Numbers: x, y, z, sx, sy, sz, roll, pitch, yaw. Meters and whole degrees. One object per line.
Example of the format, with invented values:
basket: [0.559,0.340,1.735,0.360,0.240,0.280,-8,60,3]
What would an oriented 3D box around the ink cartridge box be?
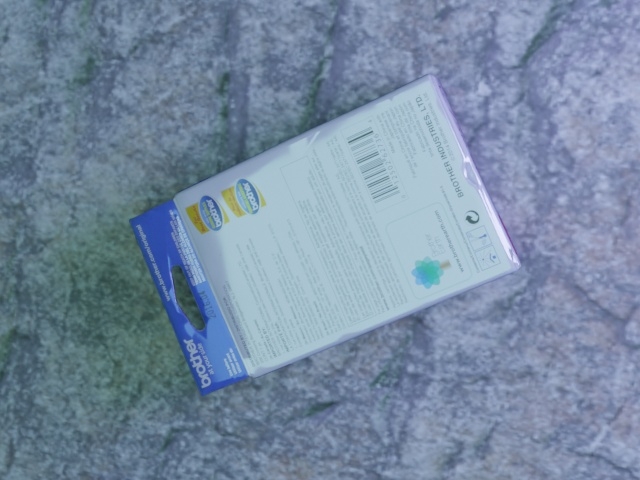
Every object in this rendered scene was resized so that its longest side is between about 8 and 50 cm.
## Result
ink cartridge box: [0.000,0.000,0.963,0.311,0.065,0.186,-24,88,11]
